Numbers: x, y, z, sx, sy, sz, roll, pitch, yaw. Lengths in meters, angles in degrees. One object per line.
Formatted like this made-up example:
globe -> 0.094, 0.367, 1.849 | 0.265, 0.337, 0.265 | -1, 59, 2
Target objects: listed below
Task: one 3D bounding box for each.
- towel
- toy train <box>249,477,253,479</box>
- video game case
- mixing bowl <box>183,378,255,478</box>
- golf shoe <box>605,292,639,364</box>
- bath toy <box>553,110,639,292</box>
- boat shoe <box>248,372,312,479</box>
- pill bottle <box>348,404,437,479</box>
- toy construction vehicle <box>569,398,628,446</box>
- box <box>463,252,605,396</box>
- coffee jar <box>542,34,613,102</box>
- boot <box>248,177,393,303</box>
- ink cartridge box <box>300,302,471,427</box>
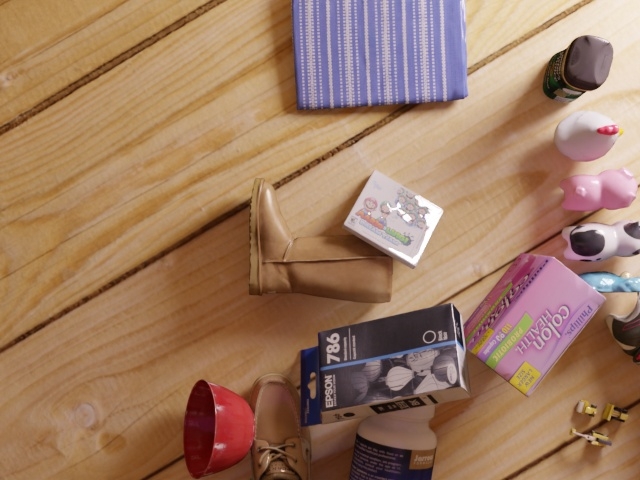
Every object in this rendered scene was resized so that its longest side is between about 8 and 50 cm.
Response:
towel -> 0.114, -0.380, 1.604 | 0.336, 0.040, 0.243 | -3, 92, 2
toy train -> -0.117, 0.461, 1.622 | 0.083, 0.017, 0.024 | -41, 81, 1
video game case -> 0.139, -0.041, 1.579 | 0.157, 0.019, 0.143 | 30, 62, 0
mixing bowl -> -0.183, 0.354, 1.559 | 0.098, 0.181, 0.181 | 9, 91, -26
golf shoe -> 0.659, 0.111, 1.548 | 0.273, 0.105, 0.120 | -46, 72, 17
bath toy -> 0.532, -0.074, 1.554 | 0.151, 0.129, 0.348 | -9, 91, -24
boat shoe -> -0.069, 0.419, 1.559 | 0.121, 0.110, 0.341 | -7, 82, -4
pill bottle -> 0.134, 0.415, 1.552 | 0.153, 0.153, 0.265 | 9, 91, 0
toy construction vehicle -> 0.538, 0.353, 1.607 | 0.098, 0.035, 0.086 | 20, 91, 0
box -> 0.367, 0.142, 1.502 | 0.117, 0.243, 0.213 | 38, 92, -1
coffee jar -> 0.469, -0.313, 1.523 | 0.079, 0.184, 0.096 | 15, 90, 0
boot -> 0.000, 0.000, 1.586 | 0.269, 0.089, 0.236 | 0, 93, -3
ink cartridge box -> 0.098, 0.228, 1.504 | 0.332, 0.065, 0.165 | -17, 55, 21
